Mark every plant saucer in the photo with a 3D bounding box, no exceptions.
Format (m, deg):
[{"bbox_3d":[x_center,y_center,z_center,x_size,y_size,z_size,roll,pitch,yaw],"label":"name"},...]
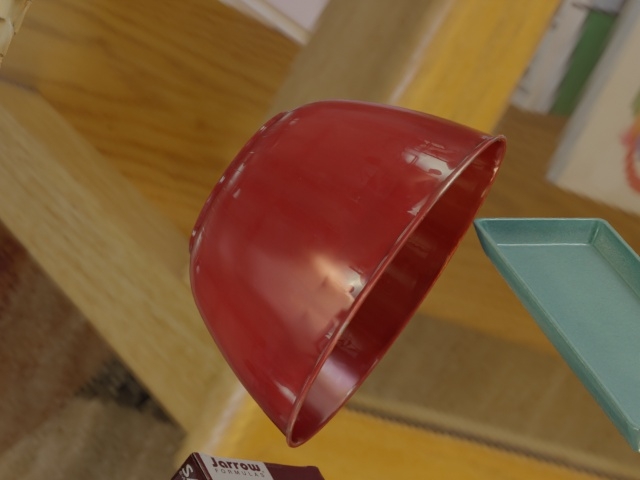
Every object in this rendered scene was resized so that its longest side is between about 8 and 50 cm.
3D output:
[{"bbox_3d":[0.124,0.036,0.811,0.067,0.192,0.018,0,116,-16],"label":"plant saucer"}]

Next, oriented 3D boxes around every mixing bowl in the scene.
[{"bbox_3d":[0.000,0.000,0.936,0.181,0.098,0.181,-53,168,-16],"label":"mixing bowl"}]

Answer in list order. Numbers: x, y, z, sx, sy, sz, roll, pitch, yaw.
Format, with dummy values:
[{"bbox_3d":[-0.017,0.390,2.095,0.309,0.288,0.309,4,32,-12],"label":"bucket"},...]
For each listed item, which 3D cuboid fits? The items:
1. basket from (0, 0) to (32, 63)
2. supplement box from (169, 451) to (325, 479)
[{"bbox_3d":[-0.202,-0.184,0.777,0.254,0.201,0.289,21,92,-17],"label":"basket"},{"bbox_3d":[-0.099,0.266,1.427,0.130,0.073,0.239,12,124,-44],"label":"supplement box"}]
